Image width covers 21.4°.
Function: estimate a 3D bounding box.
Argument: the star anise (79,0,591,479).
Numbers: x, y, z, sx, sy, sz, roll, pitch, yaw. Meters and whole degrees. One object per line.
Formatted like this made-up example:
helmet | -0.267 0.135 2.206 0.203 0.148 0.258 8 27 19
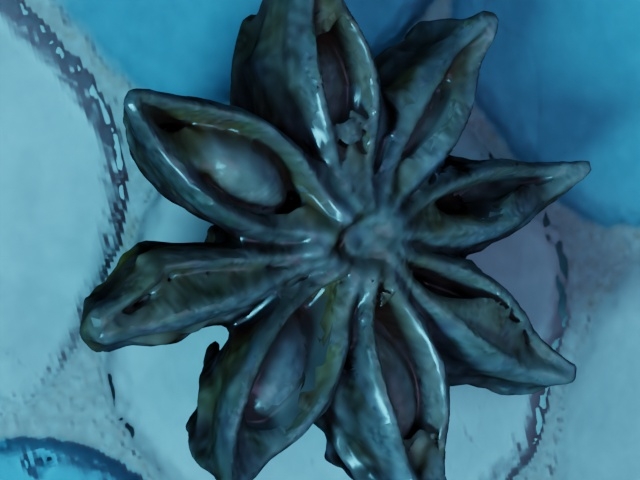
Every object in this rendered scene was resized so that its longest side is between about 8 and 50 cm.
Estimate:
star anise | -0.001 0.000 0.735 0.236 0.109 0.223 12 84 -32
